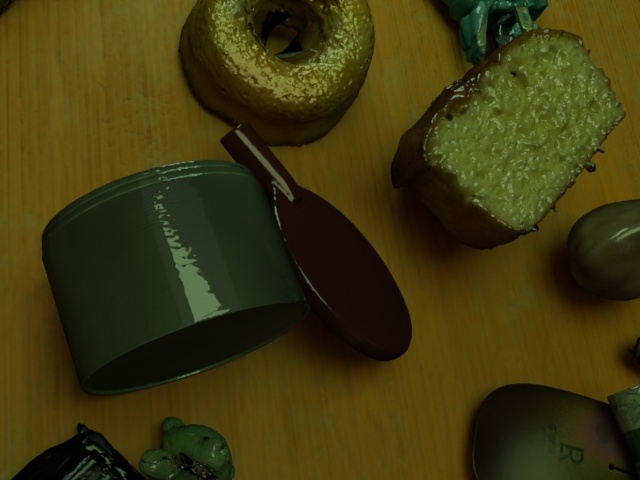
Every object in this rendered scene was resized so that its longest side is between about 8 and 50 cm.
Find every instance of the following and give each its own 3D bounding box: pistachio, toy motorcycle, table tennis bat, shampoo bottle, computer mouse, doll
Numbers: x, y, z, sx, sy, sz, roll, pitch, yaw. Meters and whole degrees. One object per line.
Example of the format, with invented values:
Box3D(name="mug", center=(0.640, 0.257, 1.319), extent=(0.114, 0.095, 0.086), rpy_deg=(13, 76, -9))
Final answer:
Box3D(name="pistachio", center=(0.399, 0.008, 1.200), extent=(0.223, 0.152, 0.126), rpy_deg=(-13, 67, -48))
Box3D(name="toy motorcycle", center=(0.234, -0.378, 1.333), extent=(0.198, 0.109, 0.296), rpy_deg=(0, 65, -21))
Box3D(name="table tennis bat", center=(0.000, 0.000, 1.032), extent=(0.310, 0.038, 0.200), rpy_deg=(52, 23, 1))
Box3D(name="shampoo bottle", center=(0.388, 0.263, 1.043), extent=(0.065, 0.065, 0.204), rpy_deg=(-9, 71, -27))
Box3D(name="computer mouse", center=(0.319, 0.271, 1.085), extent=(0.310, 0.072, 0.158), rpy_deg=(22, 62, -14))
Box3D(name="doll", center=(-0.121, 0.235, 0.886), extent=(0.115, 0.078, 0.150), rpy_deg=(47, 29, -20))

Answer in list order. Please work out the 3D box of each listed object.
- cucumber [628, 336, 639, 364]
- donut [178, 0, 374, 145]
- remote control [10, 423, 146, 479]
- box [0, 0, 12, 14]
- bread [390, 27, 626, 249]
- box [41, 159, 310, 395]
Box3D(name="cucumber", center=(0.517, 0.170, 1.216), extent=(0.265, 0.077, 0.077), rpy_deg=(22, 60, -11))
Box3D(name="donut", center=(-0.046, -0.244, 1.151), extent=(0.254, 0.118, 0.253), rpy_deg=(3, 79, -16))
Box3D(name="remote control", center=(-0.298, 0.334, 0.792), extent=(0.144, 0.062, 0.399), rpy_deg=(43, 57, 0))
Box3D(name="box", center=(-0.385, -0.384, 1.076), extent=(0.180, 0.047, 0.324), rpy_deg=(37, 67, -4))
Box3D(name="bread", center=(0.216, -0.113, 1.158), extent=(0.194, 0.179, 0.340), rpy_deg=(46, 55, 0))
Box3D(name="box", center=(-0.140, 0.039, 0.901), extent=(0.226, 0.226, 0.149), rpy_deg=(-13, 72, -28))
